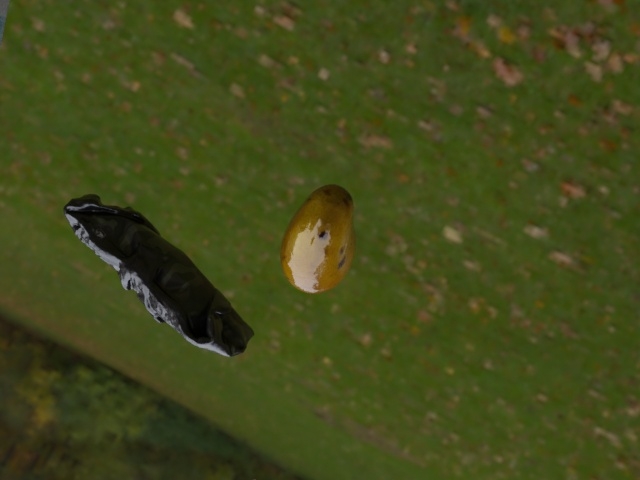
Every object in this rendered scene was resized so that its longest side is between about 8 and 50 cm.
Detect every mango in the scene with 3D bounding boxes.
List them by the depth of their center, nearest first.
[{"bbox_3d":[-0.002,0.003,1.793,0.090,0.115,0.178,32,157,12],"label":"mango"}]

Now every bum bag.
[{"bbox_3d":[-0.226,0.051,1.973,0.340,0.095,0.144,40,-168,22],"label":"bum bag"}]

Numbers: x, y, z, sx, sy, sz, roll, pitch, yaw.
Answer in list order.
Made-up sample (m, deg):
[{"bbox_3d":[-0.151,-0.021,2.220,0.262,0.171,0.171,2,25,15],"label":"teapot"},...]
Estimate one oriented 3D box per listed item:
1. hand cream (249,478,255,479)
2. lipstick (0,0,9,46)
[{"bbox_3d":[-0.120,0.317,1.395,0.047,0.174,0.076,31,-164,27],"label":"hand cream"},{"bbox_3d":[-0.422,-0.387,1.797,0.066,0.317,0.068,10,-179,-20],"label":"lipstick"}]
